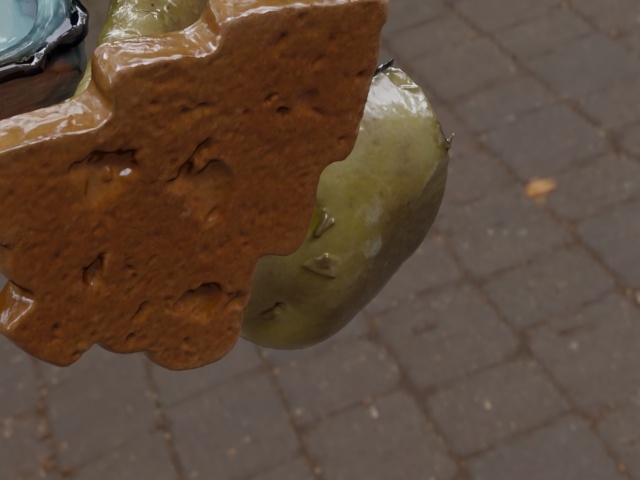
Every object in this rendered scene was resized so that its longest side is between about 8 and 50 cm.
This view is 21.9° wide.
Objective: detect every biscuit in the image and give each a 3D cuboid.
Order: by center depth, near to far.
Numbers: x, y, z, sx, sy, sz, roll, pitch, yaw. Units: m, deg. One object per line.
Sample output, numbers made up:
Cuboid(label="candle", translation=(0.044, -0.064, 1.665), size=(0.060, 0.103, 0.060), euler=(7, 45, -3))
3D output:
Cuboid(label="biscuit", translation=(-0.076, -0.046, 1.002), size=(0.306, 0.284, 0.043), euler=(-44, 52, -2))

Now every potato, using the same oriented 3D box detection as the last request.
Cuboid(label="potato", translation=(0.000, 0.000, 1.178), size=(0.098, 0.243, 0.138), euler=(44, 46, 15))

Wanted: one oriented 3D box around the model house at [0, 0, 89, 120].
Cuboid(label="model house", translation=(-0.307, -0.095, 1.079), size=(0.253, 0.184, 0.291), euler=(-21, -18, -22))

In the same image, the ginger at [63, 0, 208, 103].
Cuboid(label="ginger", translation=(-0.161, -0.162, 1.496), size=(0.122, 0.348, 0.363), euler=(8, 15, 12))
